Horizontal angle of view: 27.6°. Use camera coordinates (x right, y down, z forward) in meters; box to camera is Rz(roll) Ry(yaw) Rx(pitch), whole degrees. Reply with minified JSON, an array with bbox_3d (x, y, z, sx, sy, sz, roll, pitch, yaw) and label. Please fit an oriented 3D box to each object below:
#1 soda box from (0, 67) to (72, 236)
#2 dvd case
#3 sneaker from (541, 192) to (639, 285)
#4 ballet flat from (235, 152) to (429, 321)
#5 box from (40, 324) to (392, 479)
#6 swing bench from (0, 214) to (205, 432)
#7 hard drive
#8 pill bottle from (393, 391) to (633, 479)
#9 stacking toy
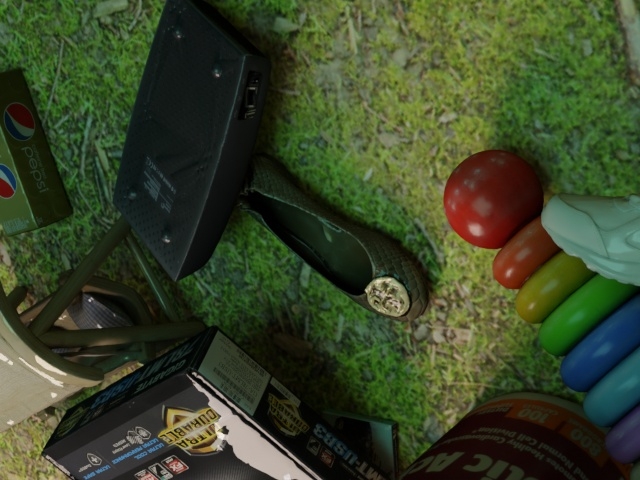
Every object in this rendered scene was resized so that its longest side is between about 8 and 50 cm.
[{"bbox_3d":[-0.352,-0.100,1.492,0.058,0.061,0.181,-12,100,35],"label":"soda box"},{"bbox_3d":[0.045,0.241,1.387,0.087,0.013,0.120,8,113,31],"label":"dvd case"},{"bbox_3d":[0.281,-0.019,0.964,0.232,0.090,0.115,13,107,19],"label":"sneaker"},{"bbox_3d":[0.000,0.000,1.299,0.250,0.058,0.084,40,125,15],"label":"ballet flat"},{"bbox_3d":[-0.103,0.250,1.377,0.293,0.073,0.295,45,133,-16],"label":"box"},{"bbox_3d":[-0.316,0.114,1.426,0.253,0.254,0.165,-29,90,37],"label":"swing bench"},{"bbox_3d":[-0.131,-0.106,1.314,0.172,0.054,0.255,46,127,41],"label":"hard drive"},{"bbox_3d":[0.123,0.303,1.121,0.224,0.392,0.224,12,113,29],"label":"pill bottle"},{"bbox_3d":[0.225,0.057,1.134,0.330,0.141,0.141,49,126,14],"label":"stacking toy"}]
